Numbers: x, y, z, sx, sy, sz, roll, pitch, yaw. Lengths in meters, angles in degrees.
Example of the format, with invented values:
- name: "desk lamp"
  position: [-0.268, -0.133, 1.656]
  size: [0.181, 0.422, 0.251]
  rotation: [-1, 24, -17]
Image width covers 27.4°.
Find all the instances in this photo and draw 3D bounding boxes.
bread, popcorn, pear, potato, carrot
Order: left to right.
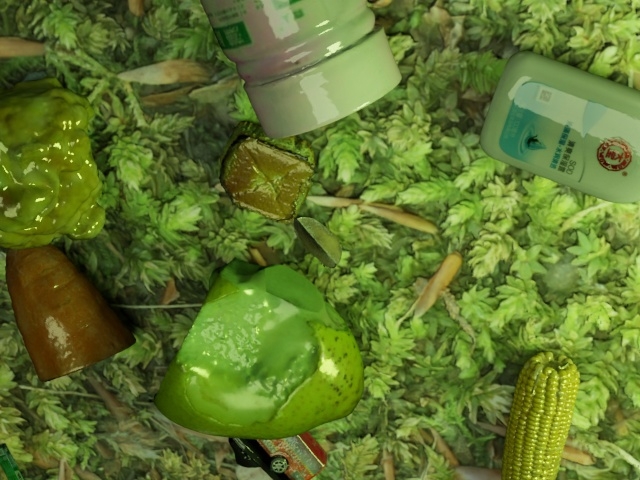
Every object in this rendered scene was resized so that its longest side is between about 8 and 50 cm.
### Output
- name: "popcorn"
  position: [-0.435, -0.094, 1.901]
  size: [0.241, 0.235, 0.250]
  rotation: [-9, 123, -4]
- name: "carrot"
  position: [-0.405, 0.093, 2.026]
  size: [0.159, 0.159, 0.225]
  rotation: [-26, 91, 20]
- name: "bread"
  position: [-0.078, -0.097, 1.904]
  size: [0.140, 0.069, 0.128]
  rotation: [20, 116, 0]
- name: "pear"
  position: [-0.077, 0.192, 1.934]
  size: [0.281, 0.176, 0.287]
  rotation: [29, 98, -2]
- name: "potato"
  position: [0.000, 0.001, 1.951]
  size: [0.093, 0.036, 0.037]
  rotation: [48, 151, 10]

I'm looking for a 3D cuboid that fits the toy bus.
- name: "toy bus"
  position: [-0.070, 0.298, 2.070]
  size: [0.077, 0.065, 0.192]
  rotation: [-37, 101, 11]

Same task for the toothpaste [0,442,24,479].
- name: "toothpaste"
  position: [-0.527, 0.384, 2.225]
  size: [0.020, 0.017, 0.083]
  rotation: [-18, 107, 15]

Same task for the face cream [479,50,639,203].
- name: "face cream"
  position: [0.391, -0.131, 1.769]
  size: [0.336, 0.080, 0.163]
  rotation: [22, 120, 9]

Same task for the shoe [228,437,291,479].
- name: "shoe"
  position: [-0.111, 0.345, 2.099]
  size: [0.053, 0.062, 0.159]
  rotation: [-37, 104, 25]

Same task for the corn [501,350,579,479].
- name: "corn"
  position: [0.324, 0.283, 1.961]
  size: [0.093, 0.093, 0.244]
  rotation: [11, 113, 7]

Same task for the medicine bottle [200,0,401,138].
- name: "medicine bottle"
  position: [-0.048, -0.321, 1.730]
  size: [0.212, 0.212, 0.326]
  rotation: [-19, 108, 18]
